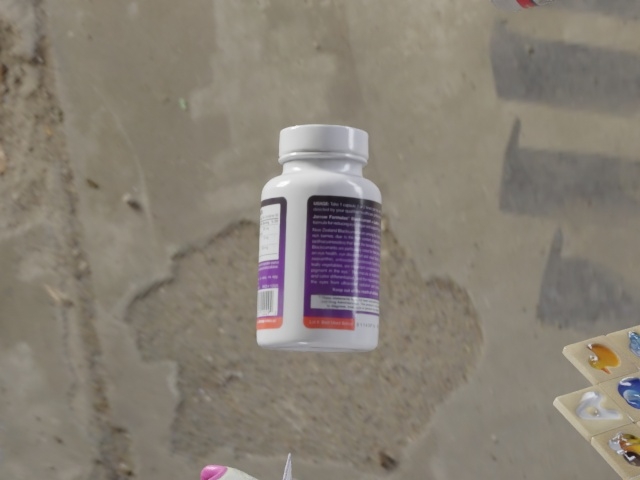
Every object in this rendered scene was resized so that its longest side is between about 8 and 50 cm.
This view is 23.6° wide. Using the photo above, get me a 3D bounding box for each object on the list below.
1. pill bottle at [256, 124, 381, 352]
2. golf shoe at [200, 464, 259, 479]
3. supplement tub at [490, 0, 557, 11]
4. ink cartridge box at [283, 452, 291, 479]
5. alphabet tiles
[{"bbox_3d":[0.000,0.000,1.353,0.108,0.108,0.193,1,83,11],"label":"pill bottle"},{"bbox_3d":[-0.119,0.277,1.014,0.306,0.115,0.140,-45,100,-4],"label":"golf shoe"},{"bbox_3d":[0.280,-0.342,1.499,0.272,0.191,0.191,-11,71,20],"label":"supplement tub"},{"bbox_3d":[-0.054,0.348,1.483,0.045,0.208,0.206,2,38,8],"label":"ink cartridge box"},{"bbox_3d":[0.408,0.174,1.508,0.342,0.011,0.285,-12,44,-32],"label":"alphabet tiles"}]
